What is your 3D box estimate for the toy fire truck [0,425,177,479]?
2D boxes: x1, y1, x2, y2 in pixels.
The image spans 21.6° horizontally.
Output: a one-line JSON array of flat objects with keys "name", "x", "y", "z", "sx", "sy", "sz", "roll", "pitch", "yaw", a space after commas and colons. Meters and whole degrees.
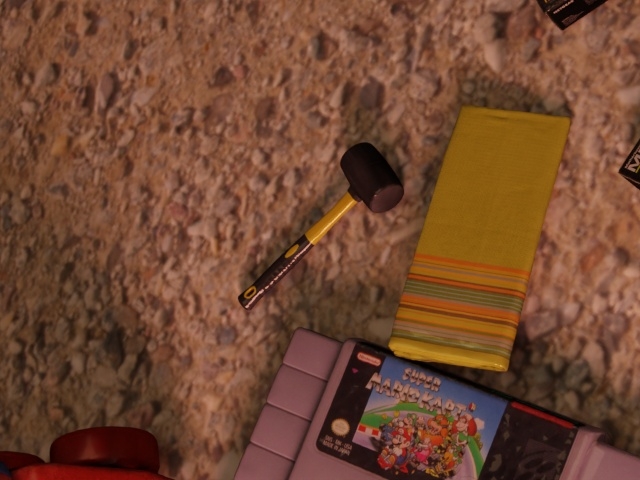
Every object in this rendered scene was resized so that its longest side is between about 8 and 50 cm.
[{"name": "toy fire truck", "x": -0.275, "y": 0.248, "z": 1.445, "sx": 0.302, "sy": 0.254, "sz": 0.169, "roll": -16, "pitch": 67, "yaw": 24}]

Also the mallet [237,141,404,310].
[{"name": "mallet", "x": 0.000, "y": 0.000, "z": 1.507, "sx": 0.190, "sy": 0.039, "sz": 0.062, "roll": -51, "pitch": 54, "yaw": 11}]

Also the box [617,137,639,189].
[{"name": "box", "x": 0.340, "y": -0.098, "z": 1.295, "sx": 0.191, "sy": 0.045, "sz": 0.184, "roll": -57, "pitch": 25, "yaw": 1}]

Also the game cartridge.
[{"name": "game cartridge", "x": 0.086, "y": 0.222, "z": 1.371, "sx": 0.355, "sy": 0.068, "sz": 0.230, "roll": 19, "pitch": 88, "yaw": 32}]

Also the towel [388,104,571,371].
[{"name": "towel", "x": 0.136, "y": -0.004, "z": 1.412, "sx": 0.102, "sy": 0.021, "sz": 0.237, "roll": 10, "pitch": 67, "yaw": 20}]

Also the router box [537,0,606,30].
[{"name": "router box", "x": 0.248, "y": -0.286, "z": 1.452, "sx": 0.179, "sy": 0.046, "sz": 0.133, "roll": -33, "pitch": 60, "yaw": 16}]
